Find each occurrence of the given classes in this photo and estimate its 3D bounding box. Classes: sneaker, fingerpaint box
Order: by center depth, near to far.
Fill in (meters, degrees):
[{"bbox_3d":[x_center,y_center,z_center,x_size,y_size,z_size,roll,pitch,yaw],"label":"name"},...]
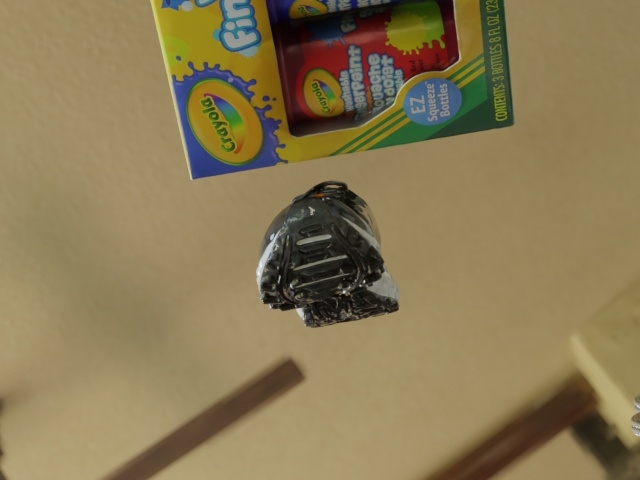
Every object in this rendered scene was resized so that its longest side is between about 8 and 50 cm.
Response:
[{"bbox_3d":[0.000,0.000,1.472,0.100,0.108,0.271,-13,-12,5],"label":"sneaker"},{"bbox_3d":[-0.001,-0.307,1.949,0.371,0.163,0.445,-9,-52,0],"label":"fingerpaint box"}]

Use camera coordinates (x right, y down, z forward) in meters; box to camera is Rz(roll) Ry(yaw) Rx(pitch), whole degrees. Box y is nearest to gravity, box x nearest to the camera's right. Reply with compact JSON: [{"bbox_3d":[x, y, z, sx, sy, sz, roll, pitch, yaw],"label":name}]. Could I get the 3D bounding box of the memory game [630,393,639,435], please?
[{"bbox_3d":[0.281,0.103,1.125,0.186,0.186,0.012,-16,-75,-37],"label":"memory game"}]
